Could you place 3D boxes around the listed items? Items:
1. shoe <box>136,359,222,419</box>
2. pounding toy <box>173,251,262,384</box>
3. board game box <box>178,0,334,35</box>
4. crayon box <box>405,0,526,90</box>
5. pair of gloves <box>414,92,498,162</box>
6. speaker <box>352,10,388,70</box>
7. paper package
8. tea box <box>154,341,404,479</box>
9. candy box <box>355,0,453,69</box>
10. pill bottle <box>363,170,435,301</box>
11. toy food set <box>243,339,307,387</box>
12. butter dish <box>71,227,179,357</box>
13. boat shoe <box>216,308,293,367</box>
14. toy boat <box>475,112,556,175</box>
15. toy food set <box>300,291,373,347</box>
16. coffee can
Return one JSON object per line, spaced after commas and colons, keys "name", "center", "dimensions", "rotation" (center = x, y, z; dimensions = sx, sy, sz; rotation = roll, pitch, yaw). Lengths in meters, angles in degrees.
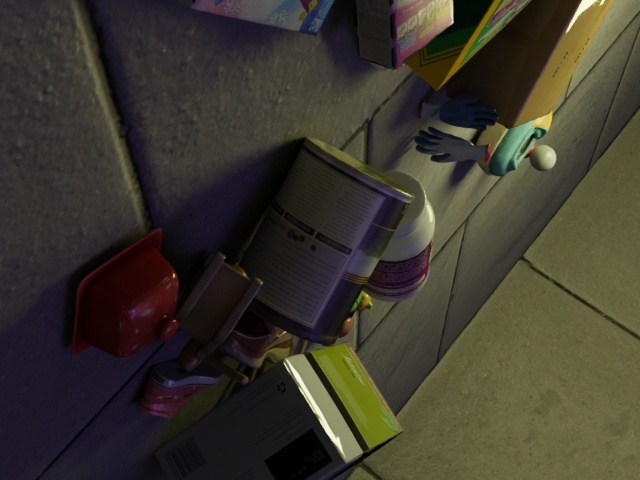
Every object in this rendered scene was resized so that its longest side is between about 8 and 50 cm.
{"name": "shoe", "center": [-0.238, 0.247, 1.820], "dimensions": [0.081, 0.063, 0.178], "rotation": [-59, 156, 14]}
{"name": "pounding toy", "center": [-0.134, 0.109, 1.613], "dimensions": [0.154, 0.154, 0.269], "rotation": [-59, -172, -25]}
{"name": "board game box", "center": [-0.022, -0.401, 1.242], "dimensions": [0.319, 0.066, 0.318], "rotation": [-62, 161, 17]}
{"name": "crayon box", "center": [0.314, -0.462, 1.819], "dimensions": [0.363, 0.106, 0.313], "rotation": [-44, 173, -29]}
{"name": "pair of gloves", "center": [0.269, -0.222, 2.157], "dimensions": [0.198, 0.159, 0.023], "rotation": [90, 10, -52]}
{"name": "speaker", "center": [0.087, -0.315, 1.681], "dimensions": [0.055, 0.055, 0.136], "rotation": [-54, 161, -6]}
{"name": "paper package", "center": [0.437, -0.415, 2.211], "dimensions": [0.309, 0.168, 0.325], "rotation": [-24, 143, -60]}
{"name": "tea box", "center": [-0.070, 0.379, 2.050], "dimensions": [0.329, 0.220, 0.323], "rotation": [-36, 167, 18]}
{"name": "candy box", "center": [0.118, -0.383, 1.531], "dimensions": [0.159, 0.071, 0.234], "rotation": [-42, 143, -35]}
{"name": "pill bottle", "center": [0.142, -0.010, 2.157], "dimensions": [0.169, 0.169, 0.301], "rotation": [-49, 161, -19]}
{"name": "toy food set", "center": [-0.103, 0.247, 2.207], "dimensions": [0.192, 0.038, 0.132], "rotation": [-8, 123, -59]}
{"name": "butter dish", "center": [-0.241, 0.092, 1.451], "dimensions": [0.160, 0.118, 0.160], "rotation": [-39, 156, -42]}
{"name": "boat shoe", "center": [-0.118, 0.143, 1.874], "dimensions": [0.116, 0.123, 0.324], "rotation": [-64, 168, 2]}
{"name": "toy boat", "center": [0.505, -0.256, 2.677], "dimensions": [0.268, 0.148, 0.318], "rotation": [-56, 161, 1]}
{"name": "toy food set", "center": [0.049, 0.176, 2.394], "dimensions": [0.218, 0.071, 0.128], "rotation": [-40, 156, -39]}
{"name": "coffee can", "center": [0.000, 0.000, 1.748], "dimensions": [0.275, 0.201, 0.201], "rotation": [-61, 161, 9]}
